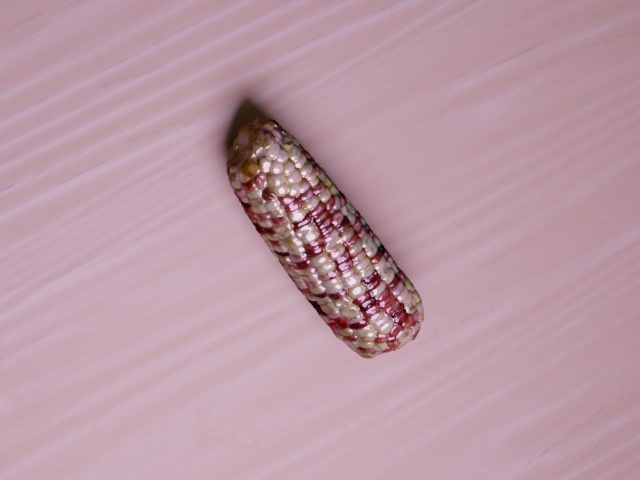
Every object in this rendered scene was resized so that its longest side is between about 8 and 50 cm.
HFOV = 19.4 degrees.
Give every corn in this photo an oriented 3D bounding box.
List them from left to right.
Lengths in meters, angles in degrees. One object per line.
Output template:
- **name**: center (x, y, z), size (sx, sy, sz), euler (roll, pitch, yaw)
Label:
- **corn**: center (0.000, 0.000, 1.616), size (0.086, 0.086, 0.253), euler (-41, 120, -7)
